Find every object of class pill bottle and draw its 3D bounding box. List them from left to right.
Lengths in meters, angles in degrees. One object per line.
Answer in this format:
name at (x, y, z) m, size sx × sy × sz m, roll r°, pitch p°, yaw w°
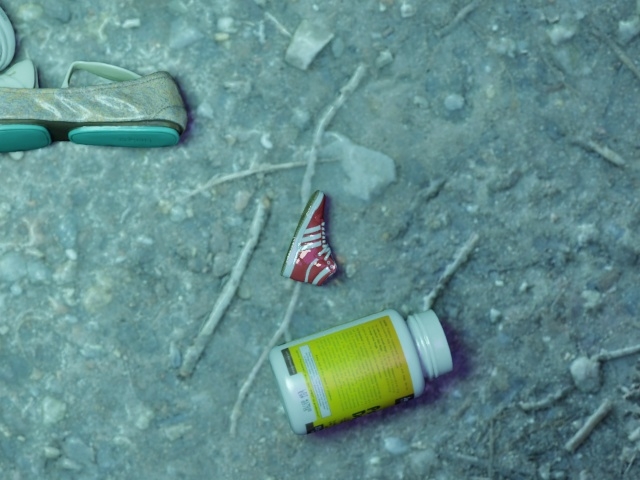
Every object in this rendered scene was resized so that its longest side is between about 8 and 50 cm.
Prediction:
pill bottle at (0.051, 0.158, 1.806) m, size 0.215 × 0.117 × 0.117 m, roll -18°, pitch 97°, yaw -5°

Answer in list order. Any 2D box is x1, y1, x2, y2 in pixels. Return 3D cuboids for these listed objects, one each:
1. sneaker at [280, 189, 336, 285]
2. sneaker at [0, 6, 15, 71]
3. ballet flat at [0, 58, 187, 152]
sneaker at (0.000, 0.000, 1.825) m, size 0.067 × 0.042 × 0.118 m, roll 21°, pitch 99°, yaw -4°
sneaker at (-0.490, -0.302, 1.678) m, size 0.305 × 0.152 × 0.114 m, roll 44°, pitch 118°, yaw -8°
ballet flat at (-0.321, -0.164, 1.754) m, size 0.316 × 0.107 × 0.106 m, roll -1°, pitch 75°, yaw -12°
